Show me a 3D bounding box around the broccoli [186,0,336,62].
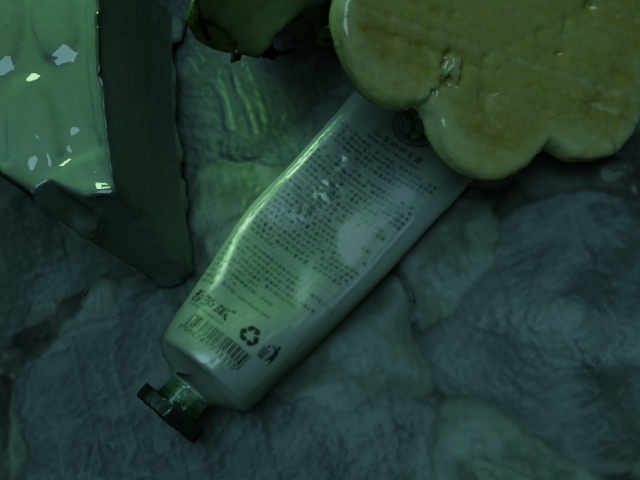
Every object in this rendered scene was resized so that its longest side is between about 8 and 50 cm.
[{"bbox_3d":[-0.044,-0.249,0.708,0.180,0.242,0.273,26,69,40],"label":"broccoli"}]

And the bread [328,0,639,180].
[{"bbox_3d":[0.134,-0.193,0.662,0.316,0.054,0.315,-1,93,-22],"label":"bread"}]

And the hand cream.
[{"bbox_3d":[0.000,0.000,0.691,0.121,0.076,0.336,37,74,14],"label":"hand cream"}]

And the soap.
[{"bbox_3d":[-0.259,-0.082,0.715,0.302,0.159,0.257,-11,71,8],"label":"soap"}]
